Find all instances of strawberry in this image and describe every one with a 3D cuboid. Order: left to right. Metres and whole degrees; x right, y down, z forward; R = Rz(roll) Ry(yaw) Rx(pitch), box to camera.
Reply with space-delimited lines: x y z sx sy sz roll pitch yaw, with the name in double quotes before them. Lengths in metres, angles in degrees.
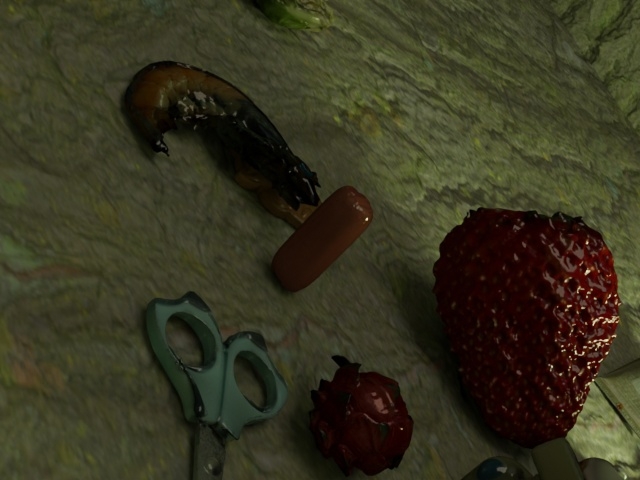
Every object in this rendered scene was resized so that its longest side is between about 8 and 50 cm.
"strawberry" 0.313 0.128 1.618 0.312 0.267 0.351 19 64 -55

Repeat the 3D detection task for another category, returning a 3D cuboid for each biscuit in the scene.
"biscuit" -0.055 -0.081 1.542 0.250 0.035 0.162 48 30 -7
"biscuit" 0.456 0.413 1.674 0.208 0.049 0.181 41 28 -14

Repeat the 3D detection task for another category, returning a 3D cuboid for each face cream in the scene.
"face cream" 0.625 0.272 2.109 0.341 0.084 0.137 -17 67 -53

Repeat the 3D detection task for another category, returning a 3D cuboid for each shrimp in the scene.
"shrimp" -0.128 -0.130 1.422 0.290 0.054 0.222 42 30 9

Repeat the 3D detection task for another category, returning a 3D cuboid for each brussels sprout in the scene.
"brussels sprout" -0.057 -0.422 1.916 0.181 0.100 0.139 50 36 -2

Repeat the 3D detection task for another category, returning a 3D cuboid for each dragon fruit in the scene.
"dragon fruit" 0.044 0.201 1.235 0.121 0.130 0.142 19 24 12

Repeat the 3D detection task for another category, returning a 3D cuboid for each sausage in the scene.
"sausage" 0.000 0.000 1.374 0.062 0.154 0.062 37 23 -18

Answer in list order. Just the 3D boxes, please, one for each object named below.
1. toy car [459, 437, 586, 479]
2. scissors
"toy car" 0.302 0.374 1.274 0.336 0.226 0.242 25 35 -39
"scissors" -0.104 0.196 1.089 0.191 0.029 0.360 38 28 -27
